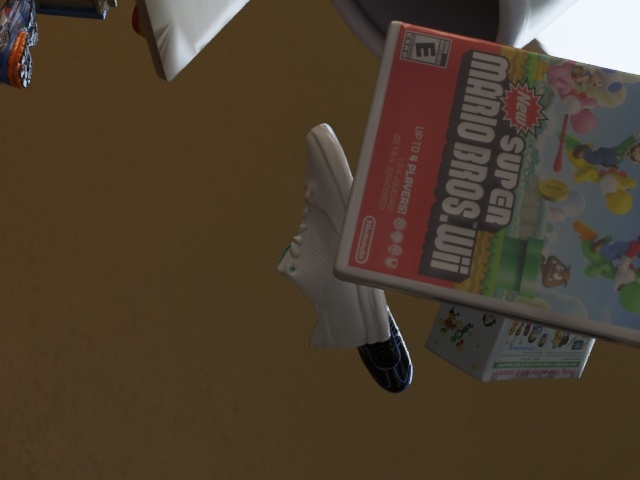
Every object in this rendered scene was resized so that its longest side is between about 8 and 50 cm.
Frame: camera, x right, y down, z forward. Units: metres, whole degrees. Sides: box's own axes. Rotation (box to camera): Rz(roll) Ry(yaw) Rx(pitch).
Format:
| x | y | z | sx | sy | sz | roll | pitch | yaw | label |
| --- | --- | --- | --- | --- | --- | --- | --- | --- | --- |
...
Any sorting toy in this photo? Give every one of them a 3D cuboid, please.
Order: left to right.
| x | y | z | sx | sy | sz | roll | pitch | yaw | label |
| --- | --- | --- | --- | --- | --- | --- | --- | --- | --- |
| -0.217 | -0.431 | 1.500 | 0.089 | 0.257 | 0.255 | 31 | -114 | 17 | sorting toy |

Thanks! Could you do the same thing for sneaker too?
| x | y | z | sx | sy | sz | roll | pitch | yaw | label |
| --- | --- | --- | --- | --- | --- | --- | --- | --- | --- |
| -0.458 | -0.303 | 1.363 | 0.087 | 0.083 | 0.221 | 1 | -139 | -11 | sneaker |
| 0.000 | 0.000 | 0.884 | 0.094 | 0.080 | 0.212 | -13 | -89 | 6 | sneaker |
| 0.086 | 0.149 | 1.533 | 0.081 | 0.090 | 0.232 | -23 | -85 | 7 | sneaker |

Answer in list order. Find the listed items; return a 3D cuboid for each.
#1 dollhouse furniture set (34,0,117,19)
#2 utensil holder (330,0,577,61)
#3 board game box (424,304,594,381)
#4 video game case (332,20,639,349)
| x | y | z | sx | sy | sz | roll | pitch | yaw | label |
| --- | --- | --- | --- | --- | --- | --- | --- | --- | --- |
| -0.410 | -0.582 | 1.732 | 0.303 | 0.286 | 0.198 | 4 | -130 | 6 | dollhouse furniture set |
| 0.218 | -0.409 | 1.083 | 0.385 | 0.327 | 0.328 | -38 | -97 | -20 | utensil holder |
| 0.272 | 0.012 | 1.120 | 0.224 | 0.304 | 0.097 | 8 | -164 | -45 | board game box |
| 0.169 | -0.039 | 0.700 | 0.285 | 0.025 | 0.204 | 13 | -103 | 1 | video game case |
